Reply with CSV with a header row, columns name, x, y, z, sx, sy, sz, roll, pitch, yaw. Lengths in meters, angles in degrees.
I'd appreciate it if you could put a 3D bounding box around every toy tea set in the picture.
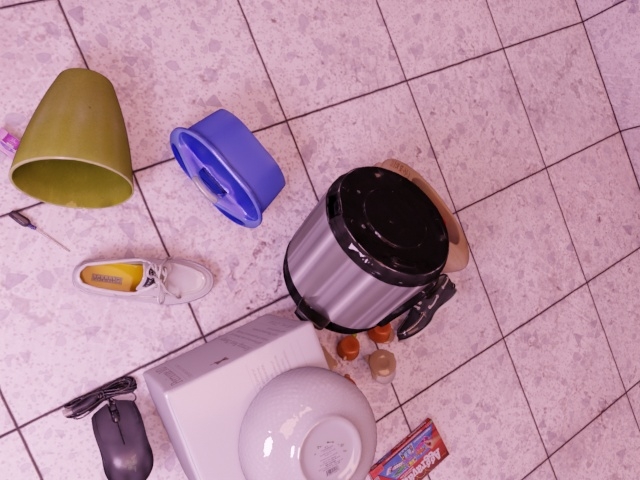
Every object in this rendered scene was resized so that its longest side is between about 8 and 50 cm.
name,x,y,z,sx,sy,sz,roll,pitch,yaw
toy tea set,0.114,0.387,1.716,0.336,0.124,0.200,-27,68,-21

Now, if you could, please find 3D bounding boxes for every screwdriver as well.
name,x,y,z,sx,sy,sz,roll,pitch,yaw
screwdriver,-0.711,-0.023,1.393,0.169,0.024,0.025,34,101,-20

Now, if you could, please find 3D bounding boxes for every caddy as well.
name,x,y,z,sx,sy,sz,roll,pitch,yaw
caddy,-0.264,-0.186,1.501,0.341,0.241,0.179,49,62,-13

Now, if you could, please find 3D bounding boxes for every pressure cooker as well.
name,x,y,z,sx,sy,sz,roll,pitch,yaw
pressure cooker,0.101,0.048,1.509,0.369,0.420,0.376,4,55,-31

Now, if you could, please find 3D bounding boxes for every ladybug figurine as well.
name,x,y,z,sx,sy,sz,roll,pitch,yaw
ladybug figurine,0.302,-0.067,1.766,0.449,0.161,0.305,49,32,-12

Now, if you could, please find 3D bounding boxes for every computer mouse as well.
name,x,y,z,sx,sy,sz,roll,pitch,yaw
computer mouse,-0.506,0.479,1.356,0.188,0.072,0.272,-21,67,-29

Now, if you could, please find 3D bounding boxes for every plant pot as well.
name,x,y,z,sx,sy,sz,roll,pitch,yaw
plant pot,-0.599,-0.267,1.357,0.274,0.275,0.294,6,68,-25

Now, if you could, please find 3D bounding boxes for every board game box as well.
name,x,y,z,sx,sy,sz,roll,pitch,yaw
board game box,0.292,0.729,1.795,0.281,0.027,0.145,-31,100,-24

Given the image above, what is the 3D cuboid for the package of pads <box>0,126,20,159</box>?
name,x,y,z,sx,sy,sz,roll,pitch,yaw
package of pads,-0.781,-0.240,1.373,0.083,0.032,0.050,40,72,-17

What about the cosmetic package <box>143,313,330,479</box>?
name,x,y,z,sx,sy,sz,roll,pitch,yaw
cosmetic package,-0.194,0.425,1.426,0.393,0.329,0.328,-23,97,-26

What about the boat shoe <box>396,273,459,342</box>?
name,x,y,z,sx,sy,sz,roll,pitch,yaw
boat shoe,0.344,0.222,1.825,0.302,0.114,0.091,-38,102,-35

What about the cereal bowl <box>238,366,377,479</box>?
name,x,y,z,sx,sy,sz,roll,pitch,yaw
cereal bowl,-0.007,0.466,1.255,0.338,0.141,0.339,2,86,-27

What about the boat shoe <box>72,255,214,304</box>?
name,x,y,z,sx,sy,sz,roll,pitch,yaw
boat shoe,-0.449,0.097,1.430,0.366,0.156,0.136,9,82,-24

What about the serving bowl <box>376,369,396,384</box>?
name,x,y,z,sx,sy,sz,roll,pitch,yaw
serving bowl,0.205,0.427,1.780,0.083,0.027,0.084,3,84,-24
